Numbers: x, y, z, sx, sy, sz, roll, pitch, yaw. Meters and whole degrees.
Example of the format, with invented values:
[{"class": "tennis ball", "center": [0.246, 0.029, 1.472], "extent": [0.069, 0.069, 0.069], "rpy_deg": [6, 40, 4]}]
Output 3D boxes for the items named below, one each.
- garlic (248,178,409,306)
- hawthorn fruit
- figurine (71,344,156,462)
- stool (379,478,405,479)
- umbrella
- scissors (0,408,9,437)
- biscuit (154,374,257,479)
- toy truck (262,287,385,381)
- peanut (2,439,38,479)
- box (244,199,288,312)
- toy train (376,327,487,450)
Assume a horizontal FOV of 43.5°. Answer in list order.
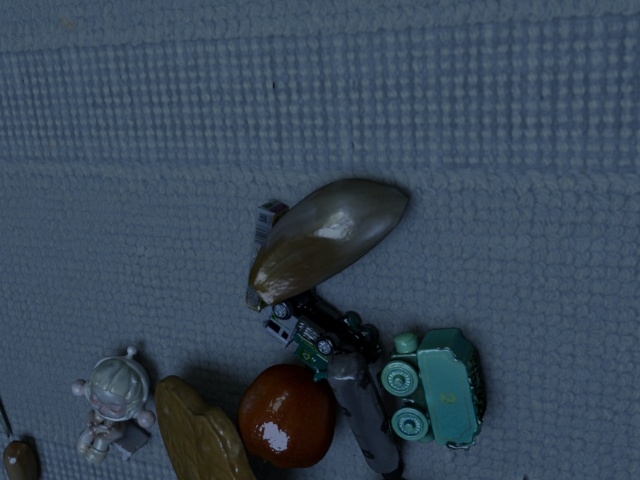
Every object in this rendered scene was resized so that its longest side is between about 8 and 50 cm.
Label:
[{"class": "garlic", "center": [-0.003, -0.009, 1.353], "extent": [0.318, 0.112, 0.143], "rpy_deg": [-37, 72, 24]}, {"class": "hawthorn fruit", "center": [-0.052, 0.308, 1.491], "extent": [0.196, 0.196, 0.225], "rpy_deg": [22, 88, 18]}, {"class": "figurine", "center": [-0.428, 0.346, 1.710], "extent": [0.182, 0.144, 0.257], "rpy_deg": [42, 126, 31]}, {"class": "stool", "center": [0.129, 0.601, 1.486], "extent": [0.179, 0.179, 0.264], "rpy_deg": [19, 116, 20]}, {"class": "umbrella", "center": [0.086, 0.318, 1.404], "extent": [0.073, 0.067, 0.337], "rpy_deg": [1, 135, 26]}, {"class": "scissors", "center": [-0.812, 0.348, 1.961], "extent": [0.109, 0.022, 0.300], "rpy_deg": [-9, 105, 33]}, {"class": "biscuit", "center": [-0.224, 0.459, 1.584], "extent": [0.365, 0.062, 0.385], "rpy_deg": [17, 127, 52]}, {"class": "toy truck", "center": [-0.003, 0.178, 1.443], "extent": [0.216, 0.110, 0.116], "rpy_deg": [35, 124, 13]}, {"class": "peanut", "center": [-0.731, 0.555, 1.964], "extent": [0.076, 0.076, 0.152], "rpy_deg": [6, 114, 25]}, {"class": "box", "center": [-0.101, 0.030, 1.470], "extent": [0.041, 0.050, 0.207], "rpy_deg": [20, 116, 23]}, {"class": "toy train", "center": [0.195, 0.251, 1.370], "extent": [0.163, 0.112, 0.203], "rpy_deg": [-8, 106, 21]}]
